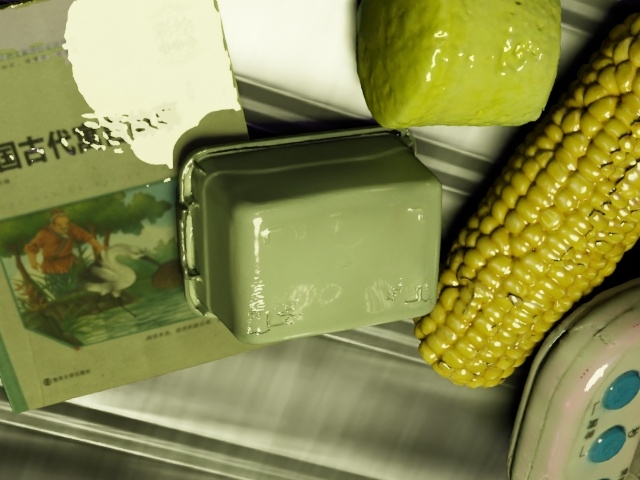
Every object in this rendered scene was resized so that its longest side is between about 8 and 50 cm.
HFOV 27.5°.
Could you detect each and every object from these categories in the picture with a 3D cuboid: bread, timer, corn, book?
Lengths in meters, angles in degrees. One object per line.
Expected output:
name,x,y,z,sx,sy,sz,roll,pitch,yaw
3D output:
bread,0.086,-0.129,0.820,0.114,0.111,0.129,2,118,-19
timer,0.221,0.110,0.922,0.191,0.069,0.208,-18,133,-28
corn,0.175,-0.034,0.872,0.115,0.115,0.318,33,108,-21
book,-0.144,-0.028,0.866,0.215,0.025,0.282,-16,116,-4

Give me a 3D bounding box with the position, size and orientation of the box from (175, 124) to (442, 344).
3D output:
box,0.000,0.000,0.847,0.172,0.093,0.124,-10,116,-19
